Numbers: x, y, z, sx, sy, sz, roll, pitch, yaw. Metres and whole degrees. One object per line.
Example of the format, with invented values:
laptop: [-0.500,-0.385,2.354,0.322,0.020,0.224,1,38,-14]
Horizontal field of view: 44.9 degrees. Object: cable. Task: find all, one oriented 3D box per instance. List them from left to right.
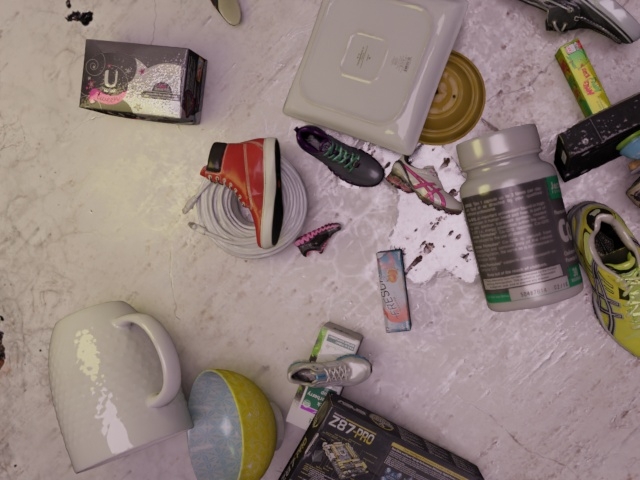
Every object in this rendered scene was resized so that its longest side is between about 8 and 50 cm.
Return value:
cable: [-0.153,-0.084,1.772,0.257,0.089,0.257,35,96,6]

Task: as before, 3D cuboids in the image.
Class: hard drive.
hard drive: [0.638,-0.239,1.553,0.338,0.237,0.064,-26,77,11]

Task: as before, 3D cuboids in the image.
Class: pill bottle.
pill bottle: [0.408,-0.047,1.619,0.204,0.204,0.361,-14,90,10]

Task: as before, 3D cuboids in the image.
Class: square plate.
square plate: [0.104,-0.398,1.682,0.343,0.049,0.348,23,96,27]

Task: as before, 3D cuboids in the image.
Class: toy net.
toy net: [0.665,-0.190,1.558,0.122,0.232,0.045,-37,73,17]

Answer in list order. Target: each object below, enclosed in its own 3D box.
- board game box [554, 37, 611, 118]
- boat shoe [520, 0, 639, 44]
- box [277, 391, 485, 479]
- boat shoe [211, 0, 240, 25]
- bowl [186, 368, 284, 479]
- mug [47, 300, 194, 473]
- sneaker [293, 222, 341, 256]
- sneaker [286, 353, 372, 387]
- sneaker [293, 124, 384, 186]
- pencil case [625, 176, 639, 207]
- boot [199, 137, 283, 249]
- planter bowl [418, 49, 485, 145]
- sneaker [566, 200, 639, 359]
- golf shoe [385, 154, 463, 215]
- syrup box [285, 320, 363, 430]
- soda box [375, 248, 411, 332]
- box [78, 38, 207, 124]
board game box: [0.559,-0.329,1.637,0.043,0.092,0.181,-26,88,11]
boat shoe: [0.515,-0.494,1.638,0.335,0.121,0.119,39,106,17]
box: [0.114,0.562,1.702,0.394,0.097,0.318,27,99,-8]
boat shoe: [-0.225,-0.553,1.789,0.048,0.042,0.133,-30,88,-16]
bowl: [-0.176,0.427,1.748,0.155,0.289,0.290,0,93,-34]
mug: [-0.437,0.298,1.720,0.374,0.276,0.328,-31,76,39]
sneaker: [0.000,0.000,1.774,0.119,0.047,0.057,-26,95,17]
sneaker: [0.017,0.290,1.665,0.190,0.083,0.072,-7,90,7]
sneaker: [0.036,-0.186,1.729,0.223,0.098,0.083,29,97,8]
pencil case: [0.791,-0.002,1.567,0.159,0.183,0.410,-36,86,10]
boot: [-0.175,-0.098,1.688,0.176,0.088,0.245,-4,83,9]
planter bowl: [0.253,-0.319,1.691,0.217,0.090,0.217,0,93,9]
sneaker: [0.631,0.098,1.616,0.145,0.147,0.385,-32,88,8]
golf shoe: [0.240,-0.122,1.713,0.186,0.067,0.086,31,96,7]
syrup box: [0.011,0.313,1.757,0.093,0.096,0.237,22,95,8]
soda box: [0.165,0.113,1.738,0.058,0.063,0.183,-8,91,9]
box: [-0.405,-0.360,1.775,0.247,0.142,0.164,8,93,10]
